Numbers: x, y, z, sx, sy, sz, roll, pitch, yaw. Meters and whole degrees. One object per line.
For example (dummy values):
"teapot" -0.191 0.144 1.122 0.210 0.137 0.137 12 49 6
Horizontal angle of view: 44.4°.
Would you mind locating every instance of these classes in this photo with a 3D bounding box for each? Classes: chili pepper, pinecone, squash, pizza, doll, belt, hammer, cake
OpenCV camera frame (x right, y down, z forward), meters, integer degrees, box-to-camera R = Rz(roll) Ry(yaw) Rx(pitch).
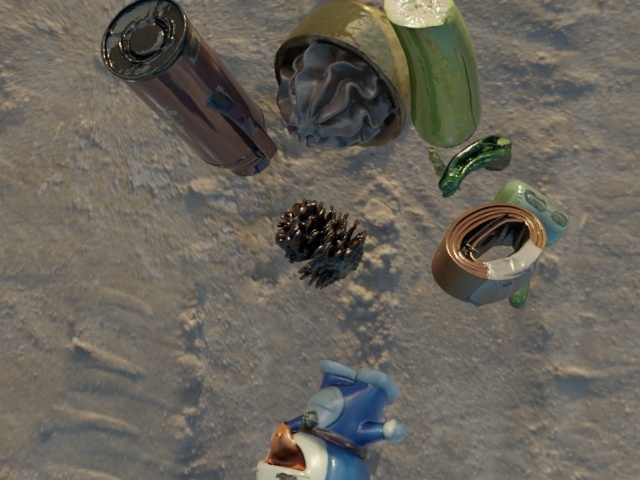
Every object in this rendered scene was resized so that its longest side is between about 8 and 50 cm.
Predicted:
"chili pepper" 0.230 -0.113 1.117 0.182 0.073 0.050 -24 80 -49
"pinecone" 0.000 0.000 0.707 0.077 0.077 0.083 -43 87 -2
"squash" 0.128 -0.180 0.850 0.083 0.083 0.250 -40 152 -3
"pizza" 0.256 -0.142 1.633 0.026 0.108 0.123 -35 152 5
"doll" 0.009 0.288 1.073 0.161 0.215 0.256 38 63 -35
"belt" 0.355 0.026 1.630 0.261 0.184 0.105 -31 155 -36
"hammer" 0.508 0.023 1.960 0.207 0.119 0.335 29 60 -21
"cake" 0.027 -0.188 1.023 0.178 0.185 0.207 -64 154 -18

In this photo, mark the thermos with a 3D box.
"thermos" -0.136 -0.175 1.022 0.137 0.330 0.109 -3 69 18
